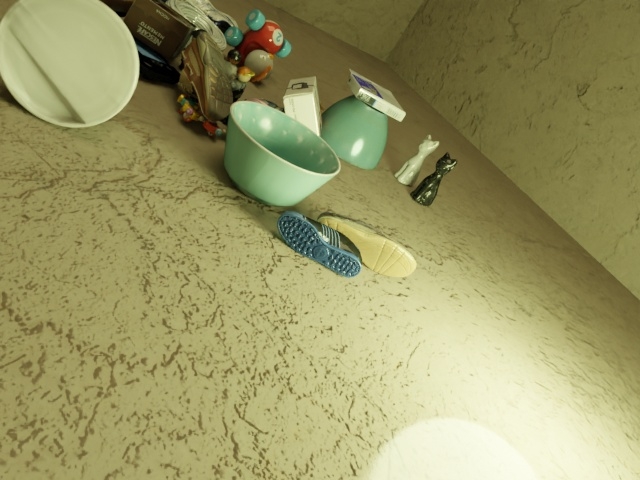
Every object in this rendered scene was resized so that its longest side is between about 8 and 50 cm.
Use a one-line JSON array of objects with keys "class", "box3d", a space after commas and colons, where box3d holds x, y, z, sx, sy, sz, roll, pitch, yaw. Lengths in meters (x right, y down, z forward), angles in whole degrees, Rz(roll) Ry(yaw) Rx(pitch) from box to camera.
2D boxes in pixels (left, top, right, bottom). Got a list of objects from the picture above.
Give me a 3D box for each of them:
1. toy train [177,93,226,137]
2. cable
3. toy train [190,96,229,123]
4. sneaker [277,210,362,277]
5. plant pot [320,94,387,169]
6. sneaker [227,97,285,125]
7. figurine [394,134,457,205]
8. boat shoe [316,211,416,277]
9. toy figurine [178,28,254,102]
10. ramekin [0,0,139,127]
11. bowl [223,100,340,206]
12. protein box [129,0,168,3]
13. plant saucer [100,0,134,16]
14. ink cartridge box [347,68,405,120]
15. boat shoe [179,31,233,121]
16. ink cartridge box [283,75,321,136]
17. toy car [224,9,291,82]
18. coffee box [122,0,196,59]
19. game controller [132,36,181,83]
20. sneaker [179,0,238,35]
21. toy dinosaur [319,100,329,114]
[{"class": "toy train", "box3d": [-0.340, -0.341, 1.487, 0.125, 0.046, 0.166, 24, 22, -47]}, {"class": "cable", "box3d": [-0.470, -0.777, 1.971, 0.257, 0.089, 0.257, 37, 27, -19]}, {"class": "toy train", "box3d": [-0.331, -0.406, 1.607, 0.158, 0.036, 0.027, 37, 27, 6]}, {"class": "sneaker", "box3d": [0.000, 0.000, 1.272, 0.232, 0.081, 0.090, 36, 23, -12]}, {"class": "plant pot", "box3d": [0.139, -0.430, 2.003, 0.290, 0.195, 0.290, 26, 28, -15]}, {"class": "sneaker", "box3d": [-0.225, -0.380, 1.624, 0.131, 0.112, 0.319, 29, 19, 10]}, {"class": "figurine", "box3d": [0.403, -0.274, 2.027, 0.093, 0.209, 0.214, 13, 34, -37]}, {"class": "boat shoe", "box3d": [0.117, 0.002, 1.373, 0.286, 0.102, 0.092, 23, 33, -10]}, {"class": "toy figurine", "box3d": [-0.338, -0.566, 1.738, 0.210, 0.148, 0.213, 15, 32, -34]}, {"class": "ramekin", "box3d": [-0.515, -0.381, 1.123, 0.273, 0.272, 0.127, 26, 16, -17]}, {"class": "bowl", "box3d": [-0.122, -0.201, 1.365, 0.312, 0.163, 0.311, 27, 27, -15]}, {"class": "protein box", "box3d": [-0.619, -0.905, 1.920, 0.136, 0.201, 0.199, 31, 27, -6]}, {"class": "plant saucer", "box3d": [-0.666, -0.731, 1.686, 0.199, 0.036, 0.198, 0, 15, 0]}, {"class": "ink cartridge box", "box3d": [0.200, -0.542, 1.985, 0.207, 0.045, 0.208, 21, 31, -24]}, {"class": "boat shoe", "box3d": [-0.331, -0.448, 1.511, 0.123, 0.117, 0.324, 46, 25, -51]}, {"class": "ink cartridge box", "box3d": [-0.056, -0.437, 1.800, 0.100, 0.171, 0.237, -6, 29, 6]}, {"class": "toy car", "box3d": [-0.226, -0.715, 2.077, 0.219, 0.210, 0.237, 31, 37, -54]}, {"class": "coffee box", "box3d": [-0.506, -0.681, 1.699, 0.168, 0.118, 0.297, 33, 14, -18]}, {"class": "game controller", "box3d": [-0.553, -0.582, 1.615, 0.319, 0.067, 0.167, 46, 29, 20]}, {"class": "sneaker", "box3d": [-0.473, -0.941, 2.248, 0.297, 0.111, 0.130, 17, 32, -29]}, {"class": "toy dinosaur", "box3d": [0.001, -0.531, 2.194, 0.092, 0.053, 0.183, 47, 32, -10]}]
